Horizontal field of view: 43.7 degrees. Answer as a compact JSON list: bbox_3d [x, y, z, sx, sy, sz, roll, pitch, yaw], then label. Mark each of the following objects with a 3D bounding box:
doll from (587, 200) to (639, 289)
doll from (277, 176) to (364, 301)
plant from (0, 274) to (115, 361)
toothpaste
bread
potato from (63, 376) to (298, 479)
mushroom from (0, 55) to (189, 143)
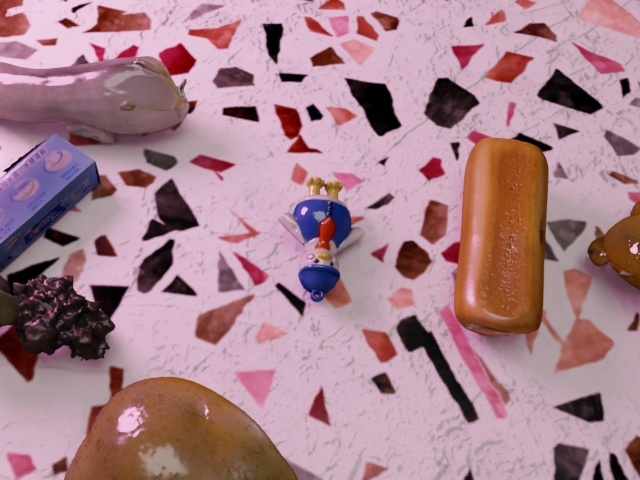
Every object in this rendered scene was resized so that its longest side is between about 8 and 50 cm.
[{"bbox_3d":[0.398,-0.002,0.876,0.209,0.097,0.137,-28,26,-28],"label":"doll"},{"bbox_3d":[0.000,0.000,0.857,0.098,0.058,0.143,13,62,-15],"label":"doll"},{"bbox_3d":[-0.284,0.071,0.763,0.174,0.087,0.085,11,25,-8],"label":"plant"},{"bbox_3d":[-0.349,-0.002,0.830,0.066,0.053,0.272,35,61,11],"label":"toothpaste"},{"bbox_3d":[0.194,-0.002,0.862,0.092,0.074,0.239,12,59,0],"label":"bread"},{"bbox_3d":[-0.114,0.205,0.678,0.193,0.157,0.157,25,59,-5],"label":"potato"},{"bbox_3d":[-0.288,-0.170,0.915,0.277,0.099,0.096,2,53,0],"label":"mushroom"}]
